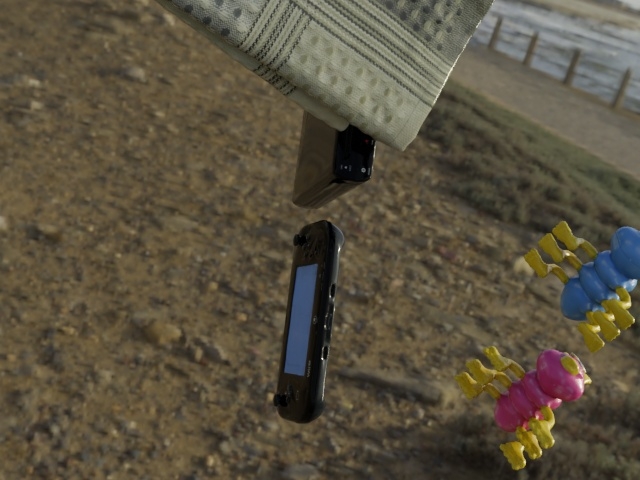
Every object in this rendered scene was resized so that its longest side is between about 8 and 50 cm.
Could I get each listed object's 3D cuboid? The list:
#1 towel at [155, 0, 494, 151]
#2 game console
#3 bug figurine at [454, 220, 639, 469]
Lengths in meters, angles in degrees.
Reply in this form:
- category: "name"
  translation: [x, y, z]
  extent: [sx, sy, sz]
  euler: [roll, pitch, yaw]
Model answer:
- category: "towel"
  translation: [0.027, -0.265, 0.726]
  extent: [0.324, 0.312, 0.056]
  euler: [29, 3, -35]
- category: "game console"
  translation: [0.000, 0.000, 0.915]
  extent: [0.044, 0.361, 0.213]
  euler: [8, -7, -11]
- category: "bug figurine"
  translation: [0.219, 0.131, 0.646]
  extent: [0.072, 0.216, 0.279]
  euler: [-3, 57, -46]
